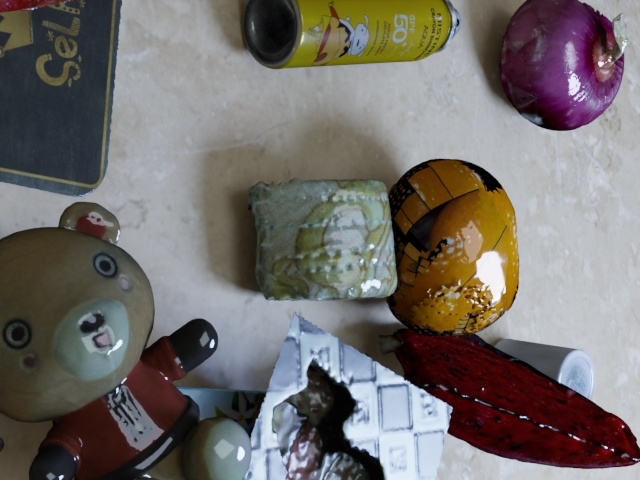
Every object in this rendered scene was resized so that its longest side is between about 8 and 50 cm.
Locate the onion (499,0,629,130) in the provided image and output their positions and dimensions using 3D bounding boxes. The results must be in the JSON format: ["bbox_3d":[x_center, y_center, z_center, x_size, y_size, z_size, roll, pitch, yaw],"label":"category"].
[{"bbox_3d":[0.356,-0.254,1.874,0.207,0.200,0.201,42,52,-73],"label":"onion"}]

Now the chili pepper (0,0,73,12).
[{"bbox_3d":[-0.296,-0.239,1.232,0.178,0.045,0.027,-18,103,-29],"label":"chili pepper"}]

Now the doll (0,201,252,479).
[{"bbox_3d":[-0.216,0.135,1.222,0.235,0.174,0.330,-37,98,-23],"label":"doll"}]

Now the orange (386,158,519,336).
[{"bbox_3d":[0.164,0.008,1.610,0.234,0.182,0.235,2,90,-72],"label":"orange"}]

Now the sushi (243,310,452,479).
[{"bbox_3d":[0.008,0.266,1.375,0.292,0.059,0.294,35,62,-34],"label":"sushi"}]

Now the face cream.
[{"bbox_3d":[0.060,-0.278,1.608,0.348,0.105,0.105,-11,95,-46],"label":"face cream"}]

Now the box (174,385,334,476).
[{"bbox_3d":[-0.087,0.239,1.401,0.232,0.083,0.143,9,81,-33],"label":"box"}]

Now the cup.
[{"bbox_3d":[0.316,0.216,1.812,0.099,0.133,0.136,-11,101,-45],"label":"cup"}]

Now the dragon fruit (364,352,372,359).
[{"bbox_3d":[0.048,0.205,1.545,0.138,0.142,0.175,-20,78,-2],"label":"dragon fruit"}]

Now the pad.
[{"bbox_3d":[-0.266,-0.239,1.301,0.315,0.063,0.376,10,80,-45],"label":"pad"}]

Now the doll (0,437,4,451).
[{"bbox_3d":[-0.363,0.183,1.153,0.114,0.085,0.152,-33,123,-18],"label":"doll"}]

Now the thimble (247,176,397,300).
[{"bbox_3d":[0.000,0.000,1.502,0.190,0.137,0.144,1,86,-35],"label":"thimble"}]

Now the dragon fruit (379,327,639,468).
[{"bbox_3d":[0.230,0.209,1.639,0.343,0.282,0.100,20,107,-14],"label":"dragon fruit"}]
